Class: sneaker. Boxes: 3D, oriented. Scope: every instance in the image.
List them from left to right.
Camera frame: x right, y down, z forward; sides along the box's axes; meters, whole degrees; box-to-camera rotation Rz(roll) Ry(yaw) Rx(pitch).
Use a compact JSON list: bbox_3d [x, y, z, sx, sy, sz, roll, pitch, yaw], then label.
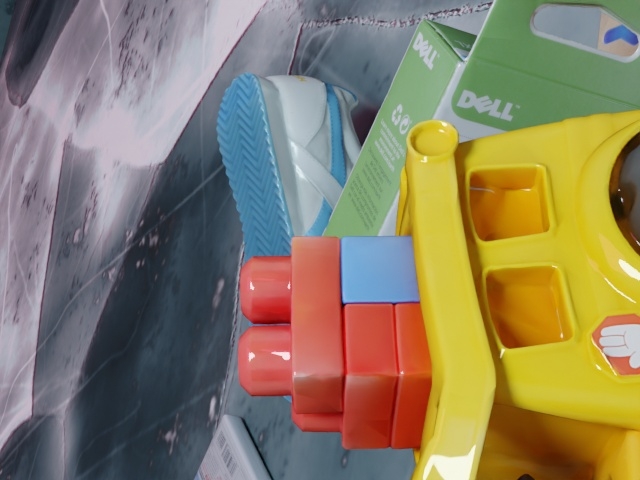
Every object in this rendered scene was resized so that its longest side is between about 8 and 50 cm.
[{"bbox_3d":[0.000,0.000,0.821,0.087,0.092,0.229,-18,78,57],"label":"sneaker"}]

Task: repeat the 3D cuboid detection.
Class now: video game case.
[{"bbox_3d":[-0.070,0.225,0.891,0.143,0.019,0.157,-65,28,16],"label":"video game case"}]

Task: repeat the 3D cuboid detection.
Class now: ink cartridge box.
[{"bbox_3d":[0.086,-0.044,0.628,0.209,0.109,0.062,-66,25,24],"label":"ink cartridge box"}]

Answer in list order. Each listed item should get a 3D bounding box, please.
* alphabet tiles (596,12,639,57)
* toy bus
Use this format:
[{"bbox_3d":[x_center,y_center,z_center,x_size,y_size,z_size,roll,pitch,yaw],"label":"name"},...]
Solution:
[{"bbox_3d":[0.195,-0.102,0.580,0.198,0.009,0.237,-16,60,59],"label":"alphabet tiles"},{"bbox_3d":[0.078,0.061,0.442,0.149,0.211,0.220,93,173,-55],"label":"toy bus"}]
